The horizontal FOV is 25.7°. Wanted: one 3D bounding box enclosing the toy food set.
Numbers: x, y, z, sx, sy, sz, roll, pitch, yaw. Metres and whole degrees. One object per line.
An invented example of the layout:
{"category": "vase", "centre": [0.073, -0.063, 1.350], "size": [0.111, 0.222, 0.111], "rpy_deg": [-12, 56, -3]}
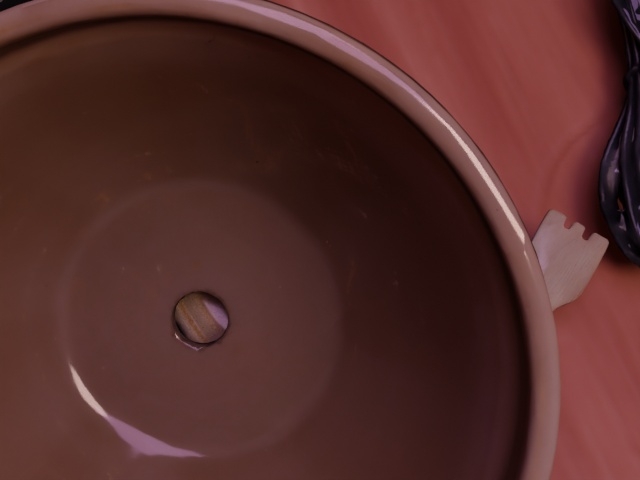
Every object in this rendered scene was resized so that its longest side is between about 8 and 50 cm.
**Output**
{"category": "toy food set", "centre": [0.000, 0.000, 0.547], "size": [0.192, 0.038, 0.132], "rpy_deg": [32, 74, 1]}

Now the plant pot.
{"category": "plant pot", "centre": [-0.045, 0.037, 0.456], "size": [0.237, 0.110, 0.237], "rpy_deg": [1, 100, 5]}

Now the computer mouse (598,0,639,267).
{"category": "computer mouse", "centre": [0.254, -0.063, 0.588], "size": [0.272, 0.072, 0.188], "rpy_deg": [2, 68, 7]}

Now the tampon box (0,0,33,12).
{"category": "tampon box", "centre": [-0.164, -0.061, 0.477], "size": [0.120, 0.161, 0.101], "rpy_deg": [-39, 72, -21]}
